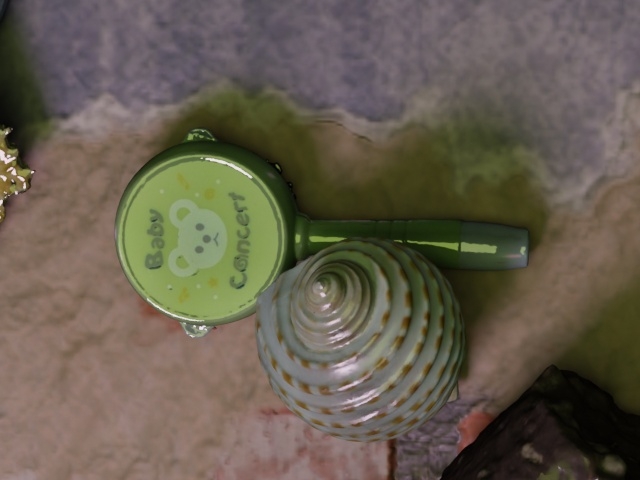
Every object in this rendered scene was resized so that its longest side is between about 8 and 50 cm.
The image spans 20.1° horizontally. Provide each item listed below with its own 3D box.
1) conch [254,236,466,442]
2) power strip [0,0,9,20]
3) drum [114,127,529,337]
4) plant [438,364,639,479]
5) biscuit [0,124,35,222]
[{"bbox_3d":[0.022,0.069,1.074,0.135,0.102,0.153,-5,128,23],"label":"conch"},{"bbox_3d":[-0.312,-0.174,1.161,0.216,0.044,0.137,37,104,4],"label":"power strip"},{"bbox_3d":[-0.004,-0.020,1.120,0.253,0.049,0.130,-13,96,8],"label":"drum"},{"bbox_3d":[0.103,0.213,1.080,0.146,0.149,0.274,44,106,3],"label":"plant"},{"bbox_3d":[-0.265,-0.066,1.146,0.144,0.016,0.203,-23,109,20],"label":"biscuit"}]
